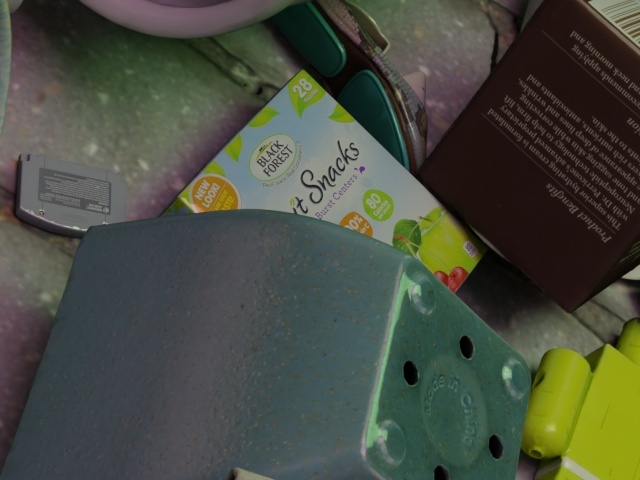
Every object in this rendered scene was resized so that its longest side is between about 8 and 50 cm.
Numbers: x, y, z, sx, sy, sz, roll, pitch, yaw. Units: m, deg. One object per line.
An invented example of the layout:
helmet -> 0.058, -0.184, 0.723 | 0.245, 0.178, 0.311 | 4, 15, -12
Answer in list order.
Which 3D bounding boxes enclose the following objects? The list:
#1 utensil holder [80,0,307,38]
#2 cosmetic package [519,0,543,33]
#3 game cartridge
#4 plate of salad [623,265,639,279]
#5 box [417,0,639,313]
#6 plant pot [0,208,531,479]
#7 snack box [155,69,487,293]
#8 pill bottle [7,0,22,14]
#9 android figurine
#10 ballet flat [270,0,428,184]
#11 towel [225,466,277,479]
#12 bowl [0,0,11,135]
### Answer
utensil holder -> -0.006, -0.345, 1.347 | 0.385, 0.327, 0.328 | -26, 81, -52
cosmetic package -> 0.301, -0.198, 1.632 | 0.239, 0.060, 0.099 | 6, 105, -28
game cartridge -> -0.182, -0.030, 1.319 | 0.083, 0.017, 0.056 | 12, 57, -25
plate of salad -> 0.260, -0.061, 1.578 | 0.199, 0.048, 0.200 | 13, 61, -24
box -> 0.221, -0.085, 1.408 | 0.168, 0.203, 0.167 | 44, 31, 13
plant pot -> -0.014, 0.124, 1.146 | 0.247, 0.252, 0.248 | 41, 48, -35
snack box -> 0.000, 0.000, 1.378 | 0.207, 0.070, 0.174 | 43, 53, -3
pill bottle -> -0.341, -0.195, 1.221 | 0.272, 0.152, 0.152 | -9, 72, -34
android figurine -> 0.259, 0.196, 1.446 | 0.248, 0.056, 0.273 | 37, 52, -10
ballet flat -> 0.036, -0.138, 1.470 | 0.079, 0.077, 0.221 | -25, 77, -41
towel -> -0.024, 0.263, 1.093 | 0.324, 0.312, 0.056 | 17, 42, -24
bowl -> -0.316, -0.052, 1.114 | 0.156, 0.289, 0.289 | 18, 56, 5
